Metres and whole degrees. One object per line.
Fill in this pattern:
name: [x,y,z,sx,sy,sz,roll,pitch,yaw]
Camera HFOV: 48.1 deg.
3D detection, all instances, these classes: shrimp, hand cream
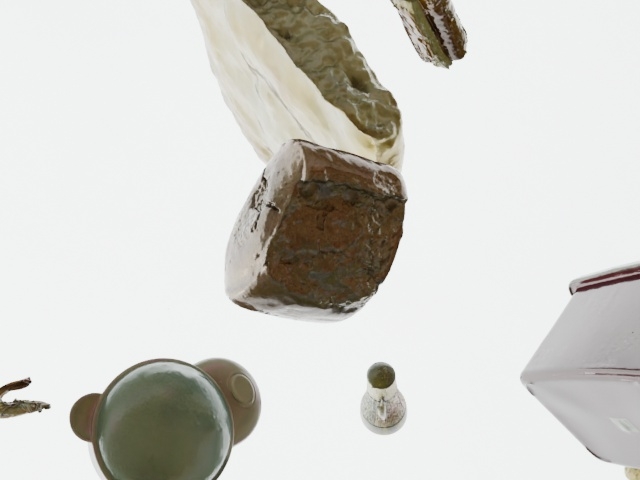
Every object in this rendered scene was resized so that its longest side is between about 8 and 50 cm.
shrimp: [-0.482,0.258,1.163,0.091,0.127,0.025,-47,-121,12]
hand cream: [0.104,0.254,1.181,0.084,0.203,0.084,-2,-121,3]

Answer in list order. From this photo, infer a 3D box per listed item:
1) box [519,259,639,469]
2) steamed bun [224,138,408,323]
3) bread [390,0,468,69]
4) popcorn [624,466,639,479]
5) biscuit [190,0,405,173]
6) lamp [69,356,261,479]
box: [0.364,0.138,0.766,0.193,0.294,0.167,46,-109,-3]
steamed bun: [0.000,0.000,0.668,0.145,0.106,0.175,17,-71,-23]
bread: [0.076,-0.159,0.514,0.047,0.083,0.036,32,-96,35]
popcorn: [0.495,0.386,0.999,0.194,0.140,0.163,-53,-48,-17]
biscuit: [-0.032,-0.190,0.938,0.104,0.446,0.429,-36,-115,-12]
lamp: [-0.175,0.228,0.899,0.246,0.108,0.179,-20,-97,-40]
